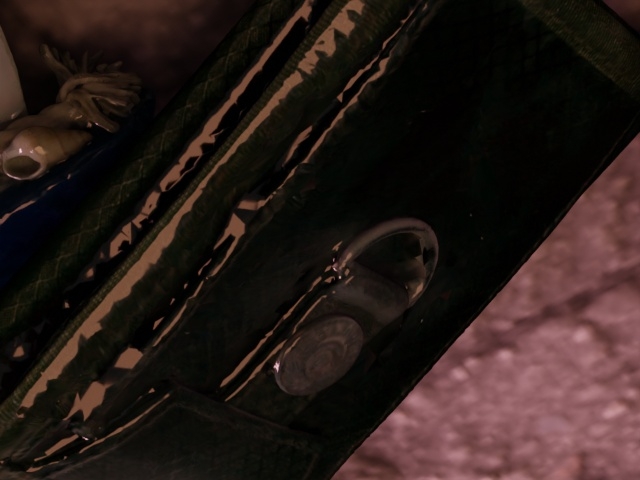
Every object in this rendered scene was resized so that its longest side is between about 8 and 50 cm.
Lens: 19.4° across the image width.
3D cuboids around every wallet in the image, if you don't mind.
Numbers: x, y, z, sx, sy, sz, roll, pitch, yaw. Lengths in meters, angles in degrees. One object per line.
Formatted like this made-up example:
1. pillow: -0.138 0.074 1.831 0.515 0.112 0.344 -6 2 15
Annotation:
1. wallet: 0.001 0.002 0.601 0.236 0.055 0.160 -47 140 13

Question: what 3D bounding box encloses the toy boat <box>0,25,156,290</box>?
1. toy boat: -0.178 -0.072 0.561 0.220 0.067 0.291 -16 121 5
